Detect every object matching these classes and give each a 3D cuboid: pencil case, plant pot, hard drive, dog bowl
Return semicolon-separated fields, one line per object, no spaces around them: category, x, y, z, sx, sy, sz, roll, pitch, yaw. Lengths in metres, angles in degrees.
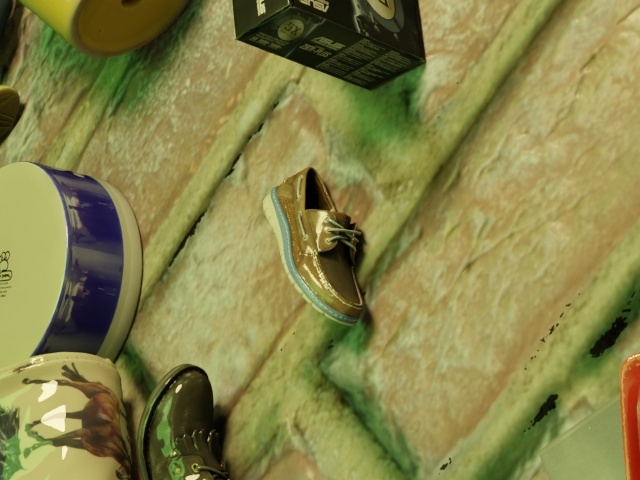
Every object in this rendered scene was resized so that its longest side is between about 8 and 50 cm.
pencil case;-0.277;0.330;1.509;0.183;0.160;0.410;-18;65;19
plant pot;-0.269;-0.345;1.663;0.254;0.254;0.239;-49;65;24
hard drive;0.239;0.169;1.131;0.135;0.022;0.094;-42;51;29
dog bowl;-0.326;0.046;1.687;0.265;0.104;0.265;-15;68;42

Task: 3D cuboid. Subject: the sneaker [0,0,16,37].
sneaker;-0.504;-0.277;1.990;0.319;0.112;0.131;-13;40;48

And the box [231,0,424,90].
box;0.004;-0.241;1.377;0.077;0.180;0.147;-25;61;40

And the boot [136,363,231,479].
boot;-0.070;0.252;1.393;0.229;0.091;0.263;-1;82;40

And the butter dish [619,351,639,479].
butter dish;0.278;0.137;1.011;0.160;0.118;0.160;-9;72;23

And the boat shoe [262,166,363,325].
boat shoe;0.000;0.000;1.394;0.066;0.066;0.183;-48;49;23

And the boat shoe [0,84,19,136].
boat shoe;-0.438;-0.149;1.898;0.153;0.056;0.048;-55;43;32
